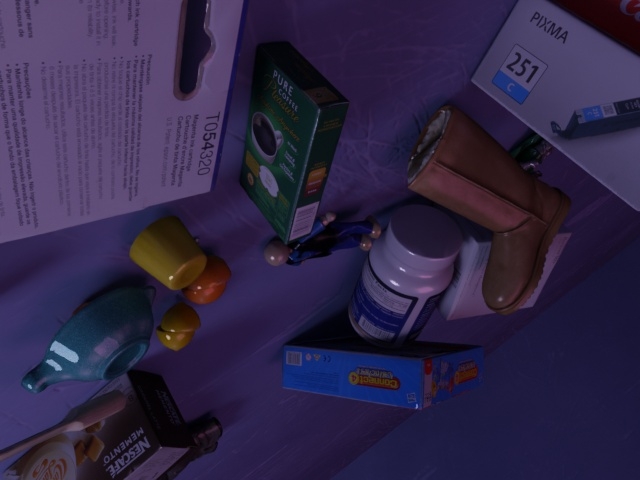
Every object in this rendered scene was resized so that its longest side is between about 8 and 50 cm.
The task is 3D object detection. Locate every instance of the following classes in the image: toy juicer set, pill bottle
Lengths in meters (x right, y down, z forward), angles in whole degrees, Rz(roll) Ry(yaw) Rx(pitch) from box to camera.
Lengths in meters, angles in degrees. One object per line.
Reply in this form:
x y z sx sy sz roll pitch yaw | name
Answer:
-0.247 0.118 0.666 0.329 0.089 0.209 -48 164 -1 | toy juicer set
0.150 0.069 0.979 0.153 0.153 0.264 -22 148 -29 | pill bottle

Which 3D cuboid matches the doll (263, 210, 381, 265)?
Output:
0.000 0.000 0.814 0.189 0.046 0.129 -12 152 -30 | doll

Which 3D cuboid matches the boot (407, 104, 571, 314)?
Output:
0.235 -0.037 0.828 0.270 0.089 0.236 26 86 -25 | boot

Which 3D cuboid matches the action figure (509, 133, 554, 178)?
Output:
0.405 -0.154 1.060 0.232 0.063 0.137 -41 155 10 | action figure

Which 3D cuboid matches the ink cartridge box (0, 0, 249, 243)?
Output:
-0.208 -0.134 0.356 0.330 0.071 0.324 -20 146 -37 | ink cartridge box

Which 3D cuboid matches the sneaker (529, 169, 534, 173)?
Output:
0.395 -0.095 1.137 0.134 0.051 0.070 -39 147 -11 | sneaker

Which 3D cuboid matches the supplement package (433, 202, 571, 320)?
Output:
0.318 0.025 1.032 0.203 0.149 0.194 -6 130 -19 | supplement package

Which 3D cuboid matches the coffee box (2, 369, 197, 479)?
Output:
-0.327 0.328 0.805 0.246 0.141 0.098 -40 151 2 | coffee box

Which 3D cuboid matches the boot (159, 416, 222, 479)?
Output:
-0.265 0.390 1.054 0.161 0.083 0.246 -27 156 -34 | boot

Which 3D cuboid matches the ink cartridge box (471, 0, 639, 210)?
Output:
0.367 -0.228 0.653 0.066 0.296 0.261 -10 139 -42 | ink cartridge box

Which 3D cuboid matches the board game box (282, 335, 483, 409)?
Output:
0.133 0.257 1.105 0.308 0.086 0.302 -2 174 36 | board game box

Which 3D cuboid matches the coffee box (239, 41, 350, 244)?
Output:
-0.035 -0.096 0.566 0.040 0.113 0.184 -19 145 -30 | coffee box
